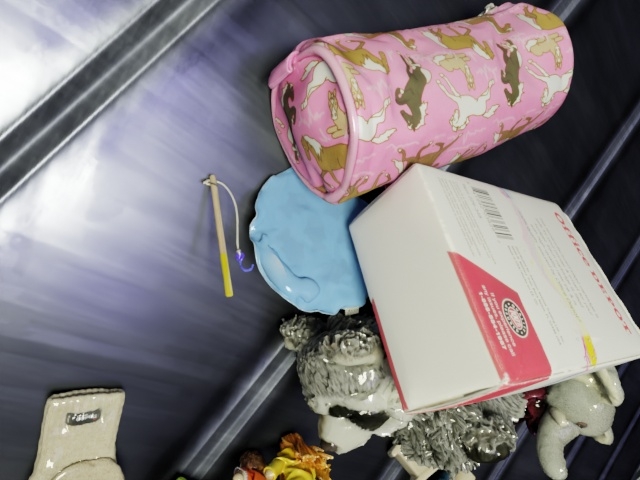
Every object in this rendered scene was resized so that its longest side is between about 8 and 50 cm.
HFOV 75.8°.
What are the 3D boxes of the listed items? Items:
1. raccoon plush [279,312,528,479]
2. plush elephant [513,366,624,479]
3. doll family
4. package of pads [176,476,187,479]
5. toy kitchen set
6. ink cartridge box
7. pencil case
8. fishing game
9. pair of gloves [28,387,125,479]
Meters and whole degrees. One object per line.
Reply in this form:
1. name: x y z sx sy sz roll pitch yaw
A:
1. raccoon plush: 0.132 0.109 0.614 0.299 0.216 0.447 45 46 -19
2. plush elephant: 0.379 0.285 0.731 0.330 0.255 0.272 -44 123 -16
3. doll family: -0.011 0.364 0.558 0.118 0.163 0.263 -29 117 2
4. package of pads: -0.156 0.461 0.512 0.229 0.101 0.297 -44 126 -20
5. toy kitchen set: 0.213 0.428 0.783 0.122 0.166 0.207 -37 157 -19
6. ink cartridge box: 0.208 0.058 0.484 0.305 0.131 0.226 8 55 -36
7. pencil case: 0.132 -0.176 0.496 0.385 0.167 0.160 -24 151 -27
8. fishing game: 0.000 0.000 0.497 0.263 0.041 0.189 -7 75 -32
9. pair of gloves: -0.313 0.252 0.380 0.239 0.042 0.205 0 93 -41
